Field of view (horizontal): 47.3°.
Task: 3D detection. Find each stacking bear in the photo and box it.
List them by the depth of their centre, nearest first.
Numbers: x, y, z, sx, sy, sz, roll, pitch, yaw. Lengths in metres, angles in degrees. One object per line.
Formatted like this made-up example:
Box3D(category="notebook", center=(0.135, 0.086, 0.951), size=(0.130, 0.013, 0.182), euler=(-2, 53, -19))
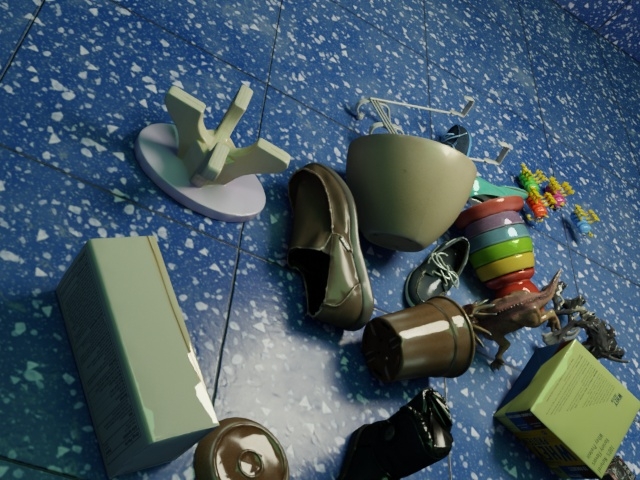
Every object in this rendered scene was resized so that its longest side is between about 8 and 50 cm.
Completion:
Box3D(category="stacking bear", center=(0.438, 0.054, 1.735), size=(0.164, 0.175, 0.288), euler=(12, 59, -69))

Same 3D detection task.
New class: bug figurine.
Box3D(category="bug figurine", center=(0.664, -0.110, 2.096), size=(0.279, 0.072, 0.216), euler=(16, 39, -30))

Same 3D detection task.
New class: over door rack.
Box3D(category="over door rack", center=(0.268, -0.254, 1.809), size=(0.324, 0.108, 0.239), euler=(-4, 43, -18))

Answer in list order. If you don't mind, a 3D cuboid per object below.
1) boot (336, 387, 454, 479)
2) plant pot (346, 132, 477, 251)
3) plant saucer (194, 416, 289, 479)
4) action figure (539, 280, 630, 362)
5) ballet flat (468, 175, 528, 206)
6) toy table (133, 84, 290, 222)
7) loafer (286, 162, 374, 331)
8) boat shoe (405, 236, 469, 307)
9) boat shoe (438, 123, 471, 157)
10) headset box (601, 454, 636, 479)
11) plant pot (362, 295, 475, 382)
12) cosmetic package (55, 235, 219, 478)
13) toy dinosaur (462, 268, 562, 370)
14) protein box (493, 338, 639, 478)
Box3D(category="boot", center=(0.117, 0.372, 1.183), size=(0.094, 0.207, 0.246), euler=(34, 44, -14))
Box3D(category="plant pot", center=(0.179, -0.084, 1.574), size=(0.284, 0.284, 0.190), euler=(20, 75, -26))
Box3D(category="plant saucer", center=(-0.115, 0.353, 1.144), size=(0.168, 0.029, 0.168), euler=(22, 46, -26))
Box3D(category="action figure", center=(0.618, 0.222, 1.746), size=(0.164, 0.141, 0.275), euler=(36, 17, -25))
Box3D(category="ballet flat", center=(0.453, -0.111, 1.943), size=(0.247, 0.083, 0.087), euler=(12, 76, -32))
Box3D(category="toy table", center=(-0.198, -0.168, 1.384), size=(0.274, 0.161, 0.252), euler=(21, 47, -24))
Box3D(category="loafer", center=(0.000, 0.000, 1.432), size=(0.130, 0.134, 0.365), euler=(4, 56, -37))
Box3D(category="boat shoe", center=(0.270, 0.073, 1.637), size=(0.095, 0.079, 0.254), euler=(48, 42, 2))
Box3D(category="boat shoe", center=(0.333, -0.226, 1.903), size=(0.089, 0.109, 0.258), euler=(30, 42, -13))
Box3D(category="headset box", center=(0.663, 0.532, 1.634), size=(0.062, 0.032, 0.083), euler=(52, 43, 8))
Box3D(category="plant pot", center=(0.182, 0.200, 1.416), size=(0.165, 0.167, 0.167), euler=(-6, 63, -34))
Box3D(category="cosmetic package", center=(-0.274, 0.163, 1.064), size=(0.113, 0.160, 0.309), euler=(-5, 63, -42))
Box3D(category="toy dinosaur", center=(0.395, 0.156, 1.552), size=(0.200, 0.296, 0.127), euler=(41, 20, -52))
Box3D(category="protein box", center=(0.517, 0.355, 1.530), size=(0.201, 0.136, 0.200), euler=(44, 64, -3))
